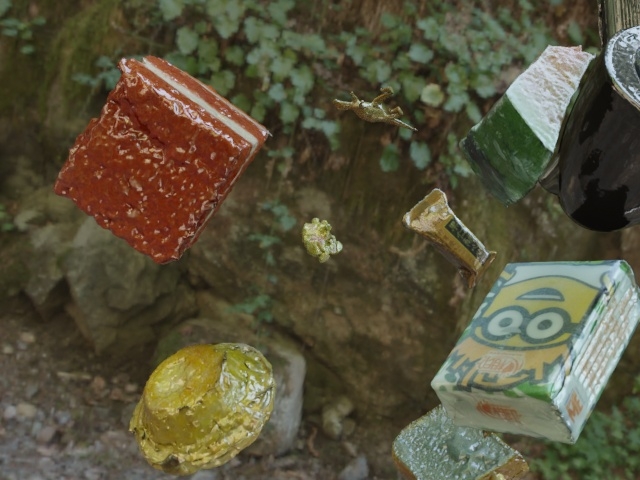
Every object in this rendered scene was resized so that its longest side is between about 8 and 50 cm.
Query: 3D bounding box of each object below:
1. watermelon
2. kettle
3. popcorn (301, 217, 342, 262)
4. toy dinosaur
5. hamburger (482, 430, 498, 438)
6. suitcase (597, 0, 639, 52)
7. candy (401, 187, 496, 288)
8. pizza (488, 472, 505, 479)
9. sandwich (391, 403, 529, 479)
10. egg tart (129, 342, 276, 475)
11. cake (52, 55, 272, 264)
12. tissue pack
[{"bbox_3d":[0.395,-0.241,1.658,0.151,0.302,0.264,26,-21,1],"label":"watermelon"},{"bbox_3d":[0.464,-0.118,1.149,0.268,0.290,0.207,10,51,-4],"label":"kettle"},{"bbox_3d":[-0.002,-0.001,2.122,0.109,0.089,0.097,53,-1,19],"label":"popcorn"},{"bbox_3d":[0.114,-0.260,1.720,0.126,0.039,0.162,-14,-38,25],"label":"toy dinosaur"},{"bbox_3d":[0.383,0.307,1.782,0.122,0.215,0.189,28,-25,22],"label":"hamburger"},{"bbox_3d":[0.697,-0.475,1.750,0.202,0.312,0.128,-3,-2,3],"label":"suitcase"},{"bbox_3d":[0.349,-0.010,2.191,0.271,0.143,0.101,44,-12,-8],"label":"candy"},{"bbox_3d":[0.412,0.677,1.940,0.058,0.246,0.127,15,-21,-14],"label":"pizza"},{"bbox_3d":[0.343,0.562,2.138,0.271,0.099,0.301,-30,33,-10],"label":"sandwich"},{"bbox_3d":[-0.218,0.273,1.454,0.295,0.116,0.295,-18,39,15],"label":"egg tart"},{"bbox_3d":[-0.278,-0.153,1.496,0.270,0.269,0.319,36,15,-3],"label":"cake"},{"bbox_3d":[0.353,0.169,1.324,0.228,0.128,0.311,-4,34,46],"label":"tissue pack"}]
